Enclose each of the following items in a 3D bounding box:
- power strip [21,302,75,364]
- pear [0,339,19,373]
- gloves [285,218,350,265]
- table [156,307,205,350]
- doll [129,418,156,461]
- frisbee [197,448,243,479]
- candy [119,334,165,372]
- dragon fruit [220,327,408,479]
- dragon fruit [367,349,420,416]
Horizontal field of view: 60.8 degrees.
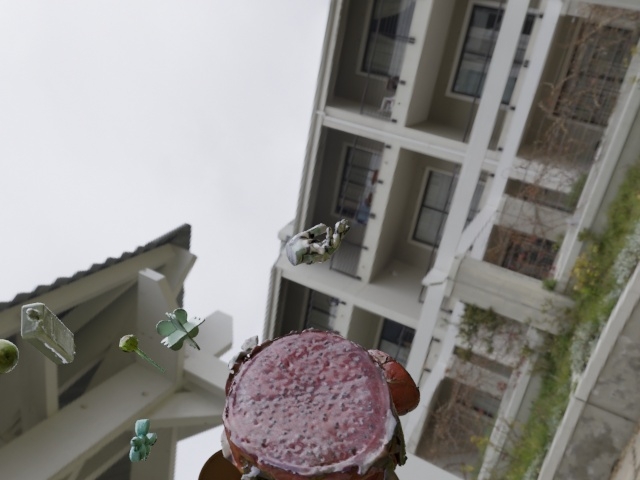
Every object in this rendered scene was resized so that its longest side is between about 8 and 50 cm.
[{"bbox_3d":[-0.776,0.268,1.557,0.338,0.058,0.098,103,157,-61],"label":"power strip"},{"bbox_3d":[-0.852,0.314,1.456,0.092,0.097,0.092,-2,-86,-29],"label":"pear"},{"bbox_3d":[0.003,0.008,1.663,0.212,0.127,0.111,-15,-85,-24],"label":"gloves"},{"bbox_3d":[-0.521,0.343,2.057,0.166,0.167,0.198,-63,20,-16],"label":"table"},{"bbox_3d":[-0.683,0.772,2.085,0.158,0.059,0.159,-93,-3,-49],"label":"doll"},{"bbox_3d":[-0.317,0.867,1.952,0.250,0.251,0.021,-61,14,-21],"label":"frisbee"},{"bbox_3d":[-0.621,0.403,1.912,0.062,0.194,0.058,-52,-2,5],"label":"candy"},{"bbox_3d":[-0.015,0.348,0.927,0.314,0.296,0.262,-107,13,-49],"label":"dragon fruit"},{"bbox_3d":[0.165,0.444,1.587,0.148,0.218,0.224,-39,3,-29],"label":"dragon fruit"}]
